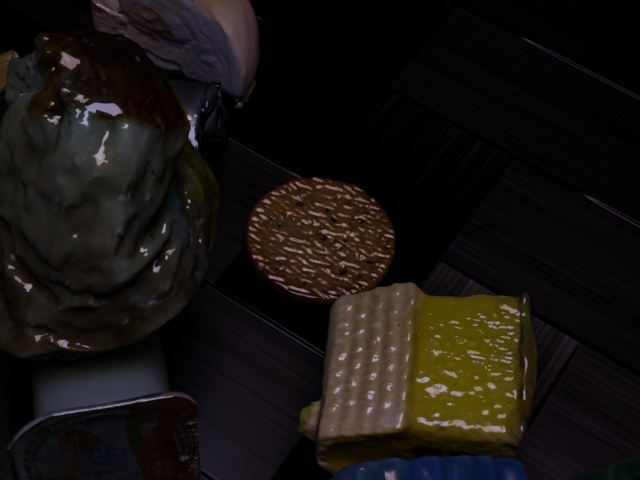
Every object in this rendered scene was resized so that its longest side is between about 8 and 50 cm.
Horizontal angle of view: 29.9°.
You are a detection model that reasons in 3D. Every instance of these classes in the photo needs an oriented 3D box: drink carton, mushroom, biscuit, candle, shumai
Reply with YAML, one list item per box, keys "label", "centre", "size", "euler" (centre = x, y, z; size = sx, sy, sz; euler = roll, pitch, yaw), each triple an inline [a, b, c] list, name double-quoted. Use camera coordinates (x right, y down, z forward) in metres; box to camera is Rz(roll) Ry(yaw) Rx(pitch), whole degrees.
- label: "drink carton"
  centre: [-0.234, 0.152, 1.255]
  size: [0.191, 0.185, 0.190]
  euler: [-9, 54, -9]
- label: "mushroom"
  centre: [-0.175, -0.323, 1.589]
  size: [0.236, 0.173, 0.162]
  euler: [21, 54, 9]
- label: "biscuit"
  centre: [0.000, 0.001, 1.471]
  size: [0.187, 0.027, 0.188]
  euler: [3, 55, -5]
- label: "candle"
  centre: [-0.278, -0.111, 1.425]
  size: [0.330, 0.187, 0.187]
  euler: [5, 55, -1]
- label: "shumai"
  centre: [-0.249, -0.067, 1.157]
  size: [0.304, 0.263, 0.309]
  euler: [-27, 59, -18]

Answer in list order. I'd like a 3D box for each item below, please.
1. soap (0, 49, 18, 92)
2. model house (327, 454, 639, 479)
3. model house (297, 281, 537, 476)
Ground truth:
- label: "soap"
  centre: [-0.476, -0.168, 1.443]
  size: [0.252, 0.037, 0.092]
  euler: [-11, 29, 27]
- label: "model house"
  centre: [0.207, 0.357, 0.937]
  size: [0.445, 0.400, 0.395]
  euler: [-21, 56, 14]
- label: "model house"
  centre: [0.100, 0.154, 1.286]
  size: [0.234, 0.175, 0.193]
  euler: [9, 56, -3]
